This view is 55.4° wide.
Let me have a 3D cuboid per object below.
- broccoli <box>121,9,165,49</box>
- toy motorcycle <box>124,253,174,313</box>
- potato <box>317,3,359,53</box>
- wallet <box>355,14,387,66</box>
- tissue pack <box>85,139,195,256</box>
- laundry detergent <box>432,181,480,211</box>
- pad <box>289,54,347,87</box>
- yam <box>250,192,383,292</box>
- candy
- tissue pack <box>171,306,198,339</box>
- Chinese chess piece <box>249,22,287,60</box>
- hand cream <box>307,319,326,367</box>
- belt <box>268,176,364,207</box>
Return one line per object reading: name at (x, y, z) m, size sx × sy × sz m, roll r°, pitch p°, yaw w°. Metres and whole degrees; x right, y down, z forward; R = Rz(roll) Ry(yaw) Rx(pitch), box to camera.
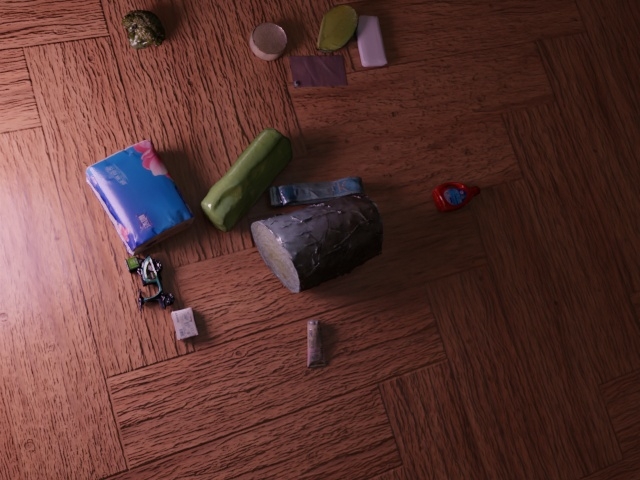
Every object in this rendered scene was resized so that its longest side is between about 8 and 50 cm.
broccoli at (-0.536, -0.636, 1.842) m, size 0.130 × 0.131 × 0.120 m, roll 35°, pitch 110°, yaw -19°
toy motorcycle at (-0.481, 0.121, 1.719) m, size 0.100 × 0.058 × 0.173 m, roll -20°, pitch 83°, yaw -11°
potato at (0.050, -0.702, 2.047) m, size 0.119 × 0.054 × 0.198 m, roll 26°, pitch 77°, yaw -9°
wallet at (0.170, -0.684, 2.086) m, size 0.095 × 0.033 × 0.190 m, roll -9°, pitch 81°, yaw -19°
tissue pack at (-0.508, -0.120, 1.719) m, size 0.209 × 0.137 × 0.270 m, roll -29°, pitch 88°, yaw -18°
laundry detergent at (0.461, -0.155, 2.045) m, size 0.165 × 0.049 × 0.097 m, roll -17°, pitch 80°, yaw -21°
pad at (-0.006, -0.564, 2.025) m, size 0.187 × 0.006 × 0.113 m, roll -6°, pitch 79°, yaw -17°
yam at (0.000, 0.000, 1.797) m, size 0.348 × 0.241 × 0.241 m, roll -20°, pitch 84°, yaw -21°
candy at (-0.215, -0.185, 1.816) m, size 0.132 × 0.142 × 0.343 m, roll 43°, pitch 71°, yaw -17°
tissue pack at (-0.384, 0.236, 1.726) m, size 0.062 × 0.042 × 0.083 m, roll -15°, pitch 82°, yaw -16°
Chinese chess piece at (-0.169, -0.644, 1.974) m, size 0.122 × 0.051 × 0.122 m, roll 4°, pitch 77°, yaw -17°
hand cream at (-0.014, 0.307, 1.822) m, size 0.061 × 0.039 × 0.143 m, roll -2°, pitch 88°, yaw -23°
belt at (-0.010, -0.151, 1.890) m, size 0.302 × 0.087 × 0.072 m, roll -8°, pitch 88°, yaw -17°
